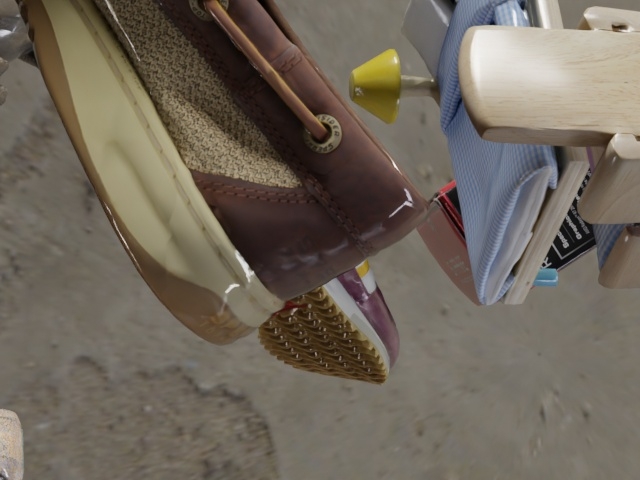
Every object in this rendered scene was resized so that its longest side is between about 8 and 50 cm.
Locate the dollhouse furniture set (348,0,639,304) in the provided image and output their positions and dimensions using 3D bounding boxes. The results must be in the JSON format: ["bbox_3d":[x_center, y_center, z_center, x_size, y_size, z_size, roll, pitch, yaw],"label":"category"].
[{"bbox_3d":[0.047,-0.070,0.889,0.198,0.303,0.286,2,56,-11],"label":"dollhouse furniture set"}]

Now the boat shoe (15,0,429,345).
[{"bbox_3d":[-0.065,-0.135,0.690,0.123,0.123,0.342,-28,77,11],"label":"boat shoe"}]

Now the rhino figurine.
[{"bbox_3d":[-0.242,-0.178,1.505,0.106,0.243,0.073,46,120,12],"label":"rhino figurine"}]

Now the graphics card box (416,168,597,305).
[{"bbox_3d":[0.247,-0.087,1.271,0.371,0.233,0.094,-34,87,-3],"label":"graphics card box"}]

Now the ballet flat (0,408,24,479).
[{"bbox_3d":[-0.421,0.155,1.660,0.316,0.107,0.106,21,57,-15],"label":"ballet flat"}]

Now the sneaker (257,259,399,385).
[{"bbox_3d":[0.000,0.000,0.832,0.070,0.185,0.084,8,64,23],"label":"sneaker"}]
